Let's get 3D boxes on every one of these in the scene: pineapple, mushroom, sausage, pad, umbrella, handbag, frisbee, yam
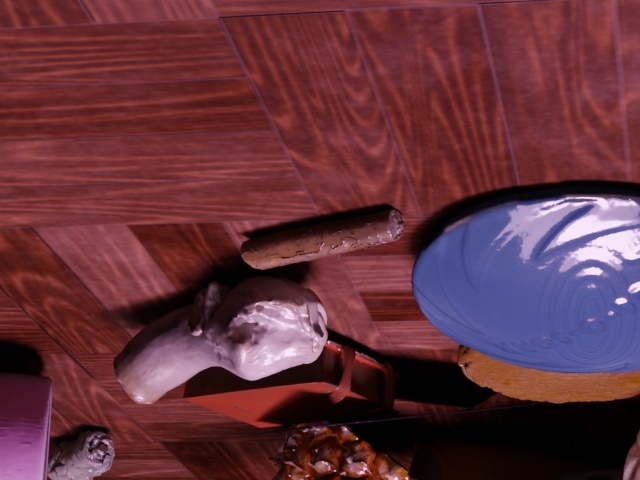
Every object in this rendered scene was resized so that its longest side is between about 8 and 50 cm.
[{"bbox_3d":[-0.011,0.371,1.905,0.262,0.271,0.262,32,159,14],"label":"pineapple"},{"bbox_3d":[-0.092,0.090,1.566,0.099,0.096,0.278,21,156,-35],"label":"mushroom"},{"bbox_3d":[0.263,0.293,2.001,0.328,0.112,0.112,10,157,-19],"label":"sausage"},{"bbox_3d":[0.074,0.182,1.763,0.246,0.006,0.170,-4,173,-19],"label":"pad"},{"bbox_3d":[-0.288,0.266,2.067,0.062,0.067,0.143,-18,166,-36],"label":"umbrella"},{"bbox_3d":[-0.027,0.147,1.739,0.190,0.062,0.127,-11,155,36],"label":"handbag"},{"bbox_3d":[0.217,0.051,1.420,0.290,0.049,0.289,4,149,2],"label":"frisbee"},{"bbox_3d":[0.000,0.000,1.411,0.145,0.032,0.032,-12,153,31],"label":"yam"}]

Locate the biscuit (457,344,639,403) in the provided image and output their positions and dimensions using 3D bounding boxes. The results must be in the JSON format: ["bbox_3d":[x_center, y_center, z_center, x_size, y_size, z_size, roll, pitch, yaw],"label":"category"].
[{"bbox_3d":[0.235,0.105,1.616,0.226,0.042,0.226,2,158,1],"label":"biscuit"}]

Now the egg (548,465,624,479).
[{"bbox_3d":[0.330,0.406,1.819,0.428,0.345,0.345,-16,165,-21],"label":"egg"}]

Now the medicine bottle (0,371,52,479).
[{"bbox_3d":[-0.440,0.231,1.746,0.325,0.256,0.256,3,158,-9],"label":"medicine bottle"}]

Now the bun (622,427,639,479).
[{"bbox_3d":[0.373,0.190,1.645,0.133,0.231,0.231,46,151,0],"label":"bun"}]
